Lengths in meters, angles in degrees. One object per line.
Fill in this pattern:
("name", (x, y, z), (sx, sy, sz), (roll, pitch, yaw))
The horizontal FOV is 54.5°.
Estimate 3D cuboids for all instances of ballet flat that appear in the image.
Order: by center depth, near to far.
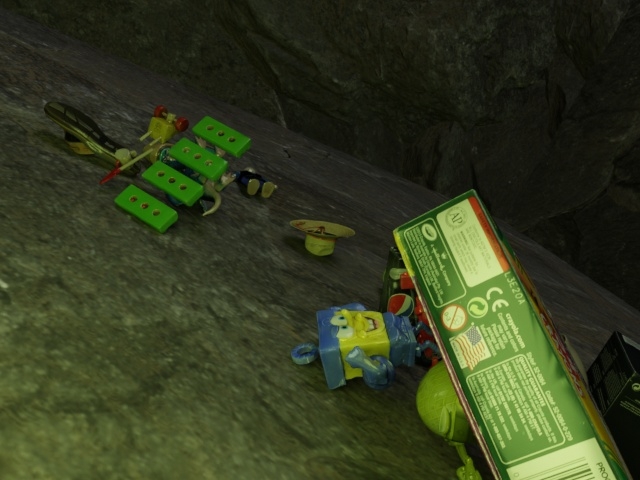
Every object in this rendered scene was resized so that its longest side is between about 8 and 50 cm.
("ballet flat", (-0.317, -0.196, 1.457), (0.073, 0.080, 0.232), (18, 7, 31))

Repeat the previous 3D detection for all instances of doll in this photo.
("doll", (-0.170, -0.152, 1.607), (0.129, 0.046, 0.189), (11, 14, -21))

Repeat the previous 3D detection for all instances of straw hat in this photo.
("straw hat", (0.000, 0.000, 1.358), (0.145, 0.061, 0.144), (9, 13, -2))

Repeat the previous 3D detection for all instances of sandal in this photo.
("sandal", (-0.462, -0.194, 1.246), (0.219, 0.060, 0.090), (38, 18, -15))

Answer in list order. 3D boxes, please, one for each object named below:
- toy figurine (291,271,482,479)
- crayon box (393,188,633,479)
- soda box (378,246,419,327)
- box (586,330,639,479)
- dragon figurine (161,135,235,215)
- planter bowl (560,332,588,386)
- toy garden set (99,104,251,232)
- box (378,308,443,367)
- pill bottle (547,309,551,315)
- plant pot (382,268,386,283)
("toy figurine", (0.070, 0.178, 0.837), (0.217, 0.191, 0.362), (-4, 25, 0))
("crayon box", (0.235, 0.160, 0.690), (0.313, 0.106, 0.362), (29, 37, -60))
("soda box", (0.133, 0.098, 1.033), (0.053, 0.168, 0.060), (3, 20, -11))
("box", (0.491, 0.277, 1.023), (0.103, 0.184, 0.261), (34, 16, 13))
("dragon figurine", (-0.249, -0.107, 1.244), (0.085, 0.144, 0.289), (17, 37, -38))
("planter bowl", (0.370, 0.245, 1.017), (0.109, 0.162, 0.162), (50, 17, 3))
("toy garden set", (-0.279, -0.137, 1.135), (0.204, 0.244, 0.049), (30, -29, 20))
("box", (0.196, 0.121, 1.117), (0.078, 0.147, 0.180), (21, 17, -24))
("pill bottle", (0.469, 0.182, 1.464), (0.184, 0.103, 0.103), (12, 21, -44))
("plant pot", (0.165, 0.099, 1.299), (0.083, 0.083, 0.079), (28, 28, 2))
